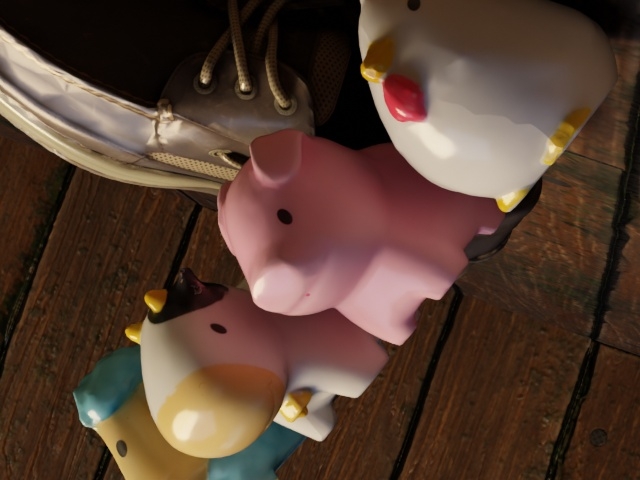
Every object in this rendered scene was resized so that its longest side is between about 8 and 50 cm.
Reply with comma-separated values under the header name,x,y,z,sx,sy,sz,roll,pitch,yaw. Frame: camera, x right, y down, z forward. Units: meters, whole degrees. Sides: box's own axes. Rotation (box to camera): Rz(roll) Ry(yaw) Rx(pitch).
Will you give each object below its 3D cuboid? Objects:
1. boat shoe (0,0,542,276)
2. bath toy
name,x,y,z,sx,sy,sz,roll,pitch,yaw
boat shoe,-0.029,-0.089,0.919,0.355,0.132,0.130,23,150,-27
bath toy,0.000,0.000,0.827,0.129,0.348,0.151,40,-140,4
